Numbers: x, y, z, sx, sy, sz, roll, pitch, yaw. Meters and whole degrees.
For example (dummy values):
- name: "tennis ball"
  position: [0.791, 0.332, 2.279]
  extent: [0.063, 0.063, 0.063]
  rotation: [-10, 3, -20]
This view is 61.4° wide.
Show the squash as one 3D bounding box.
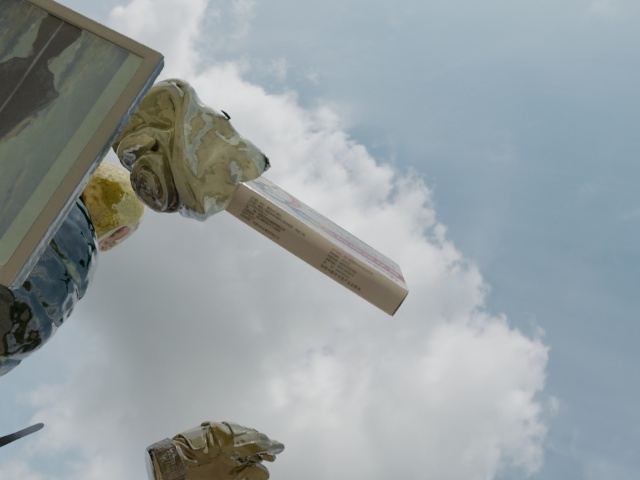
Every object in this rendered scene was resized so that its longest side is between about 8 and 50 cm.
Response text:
- name: "squash"
  position: [-0.341, 0.024, 0.512]
  extent: [0.252, 0.252, 0.165]
  rotation: [-4, -39, 22]

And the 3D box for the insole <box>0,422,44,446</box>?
- name: "insole"
  position: [-0.707, 0.448, 1.218]
  extent: [0.053, 0.153, 0.002]
  rotation: [13, -64, 54]

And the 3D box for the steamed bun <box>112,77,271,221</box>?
- name: "steamed bun"
  position: [-0.329, -0.178, 1.225]
  extent: [0.394, 0.346, 0.237]
  rotation: [25, -112, 19]

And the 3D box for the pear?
- name: "pear"
  position: [-0.601, -0.093, 1.444]
  extent: [0.271, 0.271, 0.271]
  rotation: [6, -73, 20]

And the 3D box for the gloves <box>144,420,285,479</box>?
- name: "gloves"
  position: [-0.236, 0.498, 1.266]
  extent: [0.154, 0.331, 0.141]
  rotation: [-8, -98, 59]

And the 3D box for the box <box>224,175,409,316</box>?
- name: "box"
  position: [0.000, 0.000, 1.034]
  extent: [0.353, 0.214, 0.069]
  rotation: [31, -80, -2]

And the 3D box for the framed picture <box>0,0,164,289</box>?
- name: "framed picture"
  position: [-0.225, -0.085, 0.378]
  extent: [0.150, 0.015, 0.203]
  rotation: [27, -109, -2]
